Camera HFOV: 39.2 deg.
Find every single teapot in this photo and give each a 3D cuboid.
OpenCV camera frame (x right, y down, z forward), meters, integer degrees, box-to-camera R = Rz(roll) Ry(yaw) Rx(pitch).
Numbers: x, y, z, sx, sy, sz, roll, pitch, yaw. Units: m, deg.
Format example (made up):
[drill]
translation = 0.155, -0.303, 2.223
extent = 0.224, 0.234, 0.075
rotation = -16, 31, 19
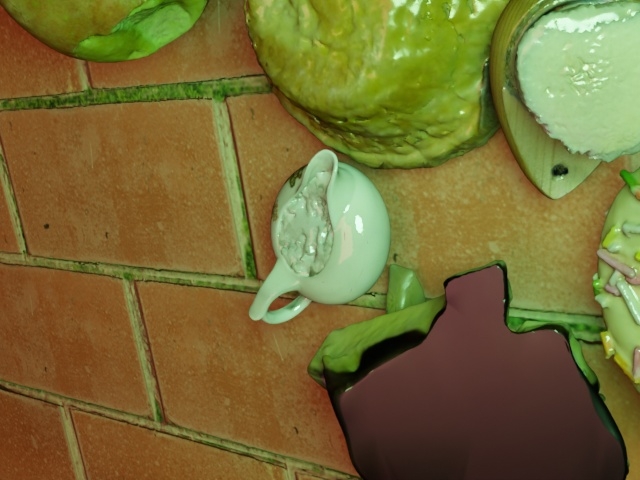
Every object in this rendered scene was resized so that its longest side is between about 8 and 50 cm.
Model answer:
[teapot]
translation = 0.000, 0.000, 1.271
extent = 0.204, 0.139, 0.298
rotation = 39, 123, 33

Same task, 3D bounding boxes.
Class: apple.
[apple]
translation = -0.312, -0.416, 1.256
extent = 0.339, 0.339, 0.340
rotation = 16, 118, 34

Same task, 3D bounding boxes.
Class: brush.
[brush]
translation = 0.271, -0.144, 0.955
extent = 0.174, 0.166, 0.267
rotation = -1, 123, 3

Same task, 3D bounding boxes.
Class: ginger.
[ginger]
translation = 0.214, 0.191, 1.180
extent = 0.413, 0.211, 0.358
rotation = 39, 115, 10

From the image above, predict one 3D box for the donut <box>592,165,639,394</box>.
[donut]
translation = 0.410, 0.047, 0.907
extent = 0.307, 0.150, 0.371
rotation = 29, 126, 59

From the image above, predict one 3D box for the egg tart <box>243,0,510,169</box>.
[egg tart]
translation = 0.051, -0.288, 1.097
extent = 0.443, 0.178, 0.443
rotation = 17, 120, 33
